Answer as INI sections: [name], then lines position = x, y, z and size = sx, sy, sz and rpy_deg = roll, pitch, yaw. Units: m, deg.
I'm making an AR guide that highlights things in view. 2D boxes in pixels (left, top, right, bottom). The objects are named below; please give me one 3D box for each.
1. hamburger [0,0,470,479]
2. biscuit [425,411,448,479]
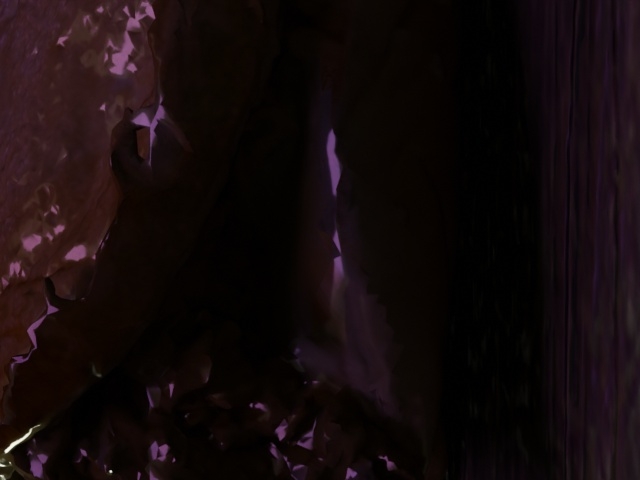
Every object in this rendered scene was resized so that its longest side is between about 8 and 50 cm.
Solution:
[hamburger]
position = -0.042, -0.025, 0.616
size = 0.286, 0.146, 0.243
rpy_deg = -109, 35, -49
[biscuit]
position = -0.001, 0.000, 0.756
size = 0.160, 0.030, 0.250
rpy_deg = 106, 154, -63
